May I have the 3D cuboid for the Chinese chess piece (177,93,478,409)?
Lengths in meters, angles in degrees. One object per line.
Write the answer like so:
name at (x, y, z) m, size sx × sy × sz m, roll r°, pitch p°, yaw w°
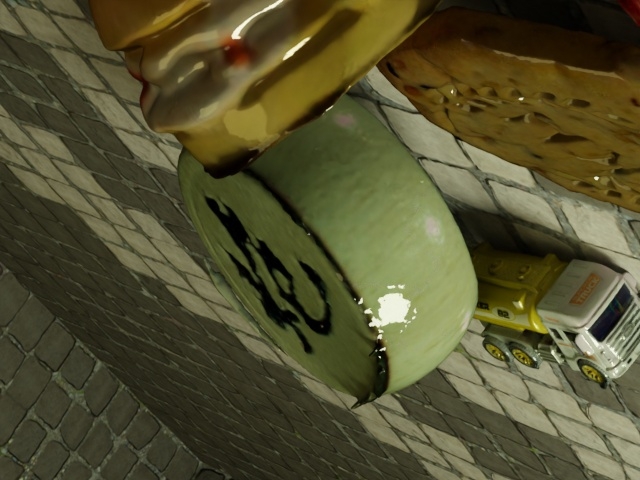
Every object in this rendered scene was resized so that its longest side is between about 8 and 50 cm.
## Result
Chinese chess piece at (0.000, 0.000, 1.969) m, size 0.349 × 0.146 × 0.349 m, roll 43°, pitch 158°, yaw 23°

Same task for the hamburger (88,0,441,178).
hamburger at (-0.054, -0.212, 1.460) m, size 0.237 × 0.276 × 0.276 m, roll 50°, pitch 159°, yaw -12°

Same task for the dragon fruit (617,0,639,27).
dragon fruit at (0.245, -0.194, 1.072) m, size 0.205 × 0.210 × 0.268 m, roll -6°, pitch 135°, yaw 35°

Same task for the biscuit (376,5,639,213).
biscuit at (0.211, -0.090, 1.534) m, size 0.359 × 0.046 × 0.359 m, roll 21°, pitch 171°, yaw 3°

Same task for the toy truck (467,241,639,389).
toy truck at (0.226, 0.067, 1.963) m, size 0.227 × 0.098 × 0.114 m, roll 12°, pitch 147°, yaw 53°
